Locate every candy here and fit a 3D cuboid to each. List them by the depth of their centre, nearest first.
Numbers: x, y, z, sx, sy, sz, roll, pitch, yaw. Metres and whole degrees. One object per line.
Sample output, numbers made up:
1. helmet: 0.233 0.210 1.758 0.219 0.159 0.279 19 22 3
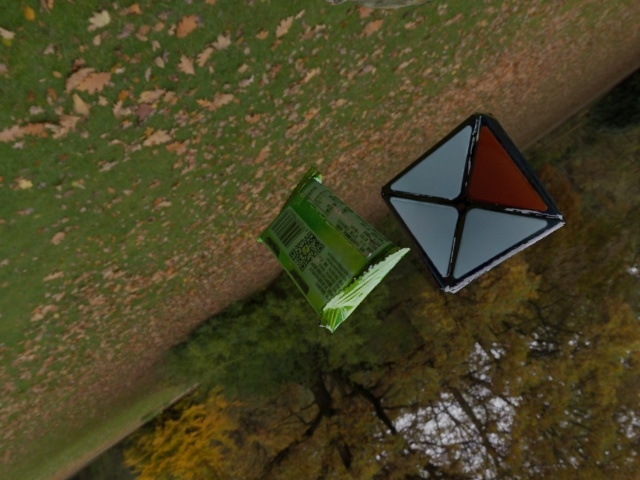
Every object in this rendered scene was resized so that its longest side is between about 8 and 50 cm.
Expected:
1. candy: 0.001 0.000 0.441 0.102 0.178 0.032 -46 132 2

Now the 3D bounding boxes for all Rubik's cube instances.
1. Rubik's cube: 0.303 -0.073 0.912 0.248 0.250 0.246 -36 169 25

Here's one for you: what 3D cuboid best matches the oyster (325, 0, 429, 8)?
1. oyster: 0.066 -0.255 0.299 0.100 0.271 0.275 -31 178 -23
